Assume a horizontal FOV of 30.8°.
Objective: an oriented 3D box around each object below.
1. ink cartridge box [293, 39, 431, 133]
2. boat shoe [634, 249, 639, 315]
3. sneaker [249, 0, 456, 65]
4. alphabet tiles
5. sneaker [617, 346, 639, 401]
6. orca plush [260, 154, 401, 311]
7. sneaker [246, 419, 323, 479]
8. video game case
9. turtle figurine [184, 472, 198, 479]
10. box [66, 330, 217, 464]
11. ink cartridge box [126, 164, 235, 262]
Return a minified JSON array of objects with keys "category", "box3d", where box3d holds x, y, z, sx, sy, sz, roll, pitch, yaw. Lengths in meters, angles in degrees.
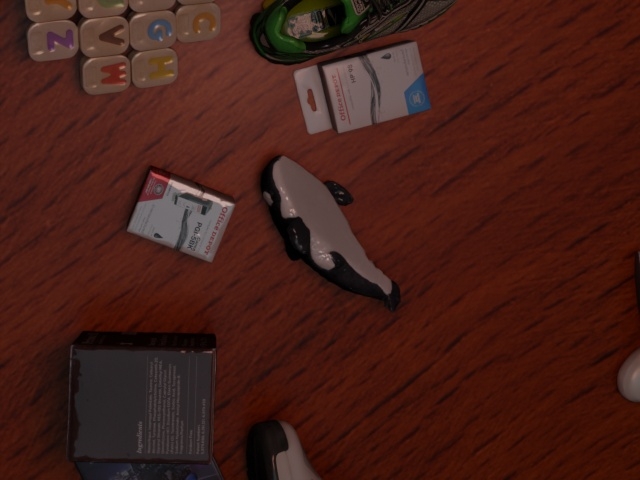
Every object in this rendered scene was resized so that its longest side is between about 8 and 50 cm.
[{"category":"ink cartridge box","box3d":[0.060,-0.220,1.696,0.180,0.060,0.104,-16,104,-5]},{"category":"boat shoe","box3d":[0.543,0.124,1.808,0.076,0.080,0.228,-9,78,6]},{"category":"sneaker","box3d":[0.072,-0.333,1.630,0.344,0.146,0.134,-26,105,-3]},{"category":"alphabet tiles","box3d":[-0.264,-0.337,1.577,0.278,0.021,0.284,-11,124,-24]},{"category":"sneaker","box3d":[0.621,0.196,1.844,0.290,0.123,0.105,-18,106,-3]},{"category":"orca plush","box3d":[0.000,0.000,1.740,0.287,0.102,0.151,37,49,-24]},{"category":"sneaker","box3d":[0.051,0.437,1.806,0.258,0.169,0.447,-21,113,-13]},{"category":"video game case","box3d":[-0.244,0.398,1.800,0.196,0.026,0.274,-23,104,-4]},{"category":"turtle figurine","box3d":[-0.189,0.517,1.725,0.198,0.274,0.266,-29,113,33]},{"category":"box","box3d":[-0.252,0.223,1.671,0.203,0.168,0.167,2,93,-6]},{"category":"ink cartridge box","box3d":[-0.203,-0.038,1.695,0.135,0.056,0.099,21,97,-12]}]
